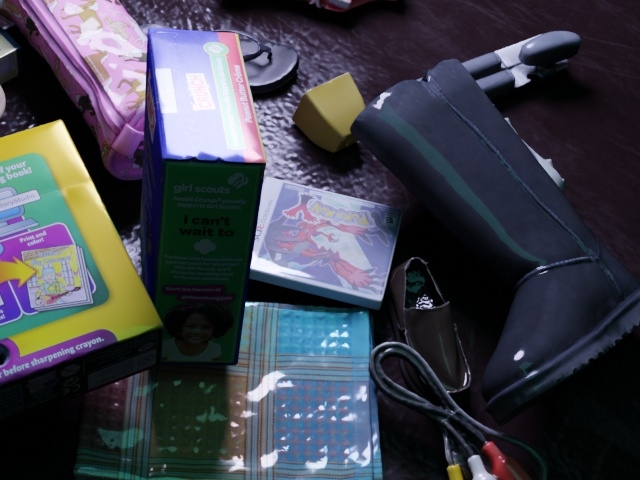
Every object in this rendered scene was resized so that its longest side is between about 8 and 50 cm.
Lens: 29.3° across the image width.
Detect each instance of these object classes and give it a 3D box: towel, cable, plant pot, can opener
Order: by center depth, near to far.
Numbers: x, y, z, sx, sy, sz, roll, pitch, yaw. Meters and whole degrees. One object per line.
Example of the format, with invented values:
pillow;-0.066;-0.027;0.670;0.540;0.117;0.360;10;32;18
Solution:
cable;0.173;0.232;1.483;0.139;0.072;0.287;-30;79;-3
towel;-0.107;0.189;1.513;0.370;0.040;0.271;4;54;-8
plant pot;0.022;-0.178;1.773;0.081;0.081;0.083;-29;77;-26
can opener;0.266;-0.263;1.874;0.280;0.093;0.074;-24;63;-19

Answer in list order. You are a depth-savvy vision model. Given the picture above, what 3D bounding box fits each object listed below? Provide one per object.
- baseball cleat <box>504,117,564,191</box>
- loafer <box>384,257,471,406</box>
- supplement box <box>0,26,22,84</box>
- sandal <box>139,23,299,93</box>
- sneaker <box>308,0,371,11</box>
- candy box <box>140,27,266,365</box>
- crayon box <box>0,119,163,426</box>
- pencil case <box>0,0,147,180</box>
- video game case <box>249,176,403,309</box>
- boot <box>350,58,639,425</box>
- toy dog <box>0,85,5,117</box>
baseball cleat;0.256;-0.119;1.778;0.109;0.072;0.206;-38;65;-23
loafer;0.136;0.115;1.584;0.080;0.078;0.220;-12;58;-18
supplement box;-0.485;-0.265;1.752;0.083;0.056;0.083;-34;67;-28
sandal;-0.157;-0.278;1.822;0.254;0.054;0.097;6;54;-6
sneaker;-0.004;-0.420;1.911;0.314;0.116;0.136;-10;61;-20
candy box;-0.151;-0.052;1.472;0.122;0.317;0.268;-1;42;-11
crayon box;-0.406;0.056;1.383;0.363;0.106;0.313;-20;62;-22
pencil case;-0.317;-0.260;1.718;0.167;0.160;0.386;-26;64;-26
video game case;0.000;0.000;1.653;0.201;0.023;0.183;14;45;3
boot;0.199;-0.015;1.574;0.445;0.146;0.367;53;38;10
toy dog;-0.535;-0.083;1.546;0.333;0.220;0.161;-31;91;-21
